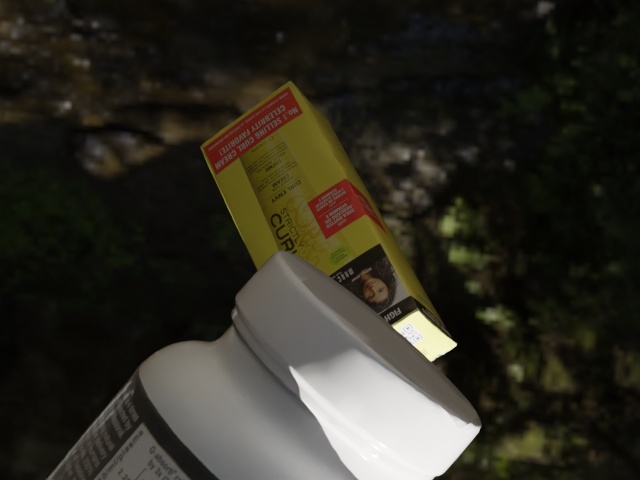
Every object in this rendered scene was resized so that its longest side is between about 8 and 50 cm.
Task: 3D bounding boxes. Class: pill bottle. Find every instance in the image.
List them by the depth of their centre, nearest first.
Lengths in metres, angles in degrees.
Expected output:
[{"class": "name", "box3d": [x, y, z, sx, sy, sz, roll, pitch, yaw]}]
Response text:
[{"class": "pill bottle", "box3d": [-0.060, 0.151, 0.762, 0.162, 0.278, 0.162, 40, -174, -5]}]

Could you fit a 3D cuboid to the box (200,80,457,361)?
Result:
[{"class": "box", "box3d": [0.000, 0.000, 1.031, 0.058, 0.087, 0.232, 45, -166, -47]}]
